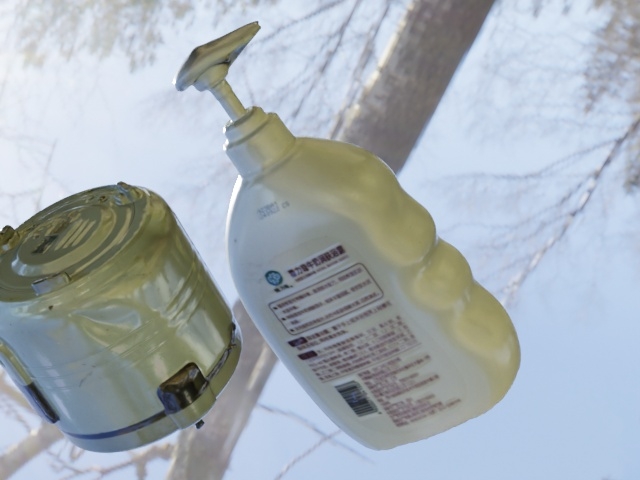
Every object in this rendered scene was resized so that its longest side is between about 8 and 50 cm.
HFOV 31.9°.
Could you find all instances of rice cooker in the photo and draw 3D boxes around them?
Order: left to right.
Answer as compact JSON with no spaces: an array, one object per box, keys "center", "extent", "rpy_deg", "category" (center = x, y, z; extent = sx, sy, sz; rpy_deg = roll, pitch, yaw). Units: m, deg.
[{"center":[-0.206,0.082,1.107],"extent":[0.226,0.226,0.244],"rpy_deg":[-106,-11,-56],"category":"rice cooker"}]

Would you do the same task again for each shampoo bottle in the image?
[{"center":[0.000,0.000,0.372],"extent":[0.152,0.077,0.045],"rpy_deg":[52,-152,-21],"category":"shampoo bottle"}]
